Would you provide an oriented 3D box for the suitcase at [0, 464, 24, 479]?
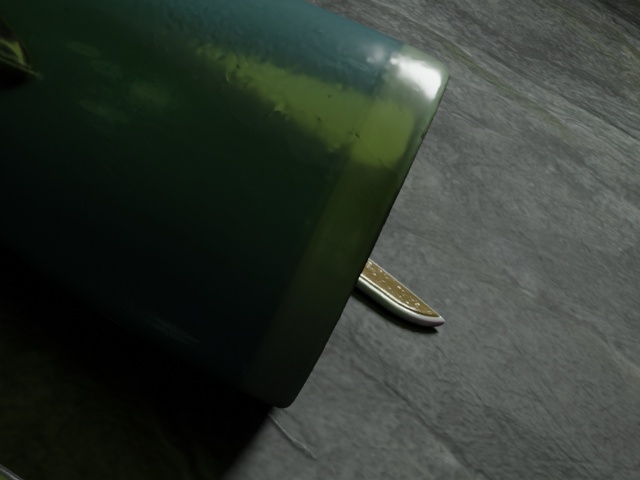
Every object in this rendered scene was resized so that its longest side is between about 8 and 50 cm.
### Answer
[{"bbox_3d":[-0.175,0.148,0.296,0.335,0.230,0.152,33,30,1],"label":"suitcase"}]

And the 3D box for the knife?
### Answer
[{"bbox_3d":[0.001,-0.001,0.899,0.256,0.022,0.046,35,25,3],"label":"knife"}]

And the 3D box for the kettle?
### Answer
[{"bbox_3d":[-0.121,-0.071,0.720,0.342,0.247,0.319,25,-2,1],"label":"kettle"}]
